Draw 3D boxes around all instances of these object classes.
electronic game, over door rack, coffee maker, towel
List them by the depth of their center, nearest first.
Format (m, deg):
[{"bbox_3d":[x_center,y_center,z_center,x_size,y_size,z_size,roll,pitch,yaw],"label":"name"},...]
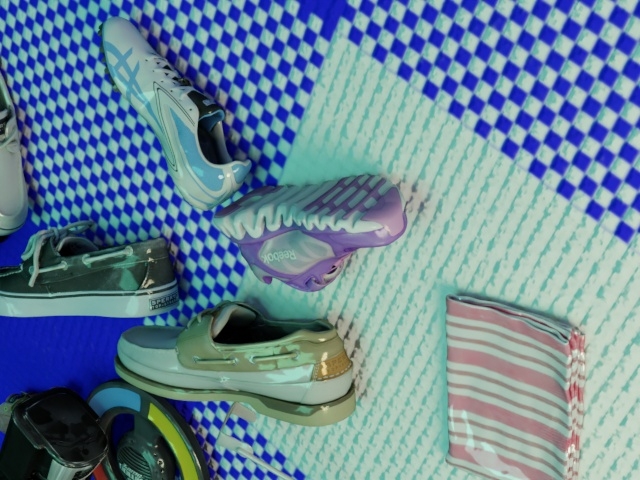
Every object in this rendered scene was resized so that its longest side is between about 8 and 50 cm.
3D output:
[{"bbox_3d":[0.178,0.155,1.149,0.144,0.029,0.197,16,118,37],"label":"towel"},{"bbox_3d":[-0.030,0.375,1.357,0.324,0.108,0.239,36,128,16],"label":"over door rack"},{"bbox_3d":[-0.224,0.283,1.546,0.229,0.048,0.229,18,120,34],"label":"electronic game"},{"bbox_3d":[-0.368,0.279,1.550,0.171,0.120,0.178,28,122,2],"label":"coffee maker"}]

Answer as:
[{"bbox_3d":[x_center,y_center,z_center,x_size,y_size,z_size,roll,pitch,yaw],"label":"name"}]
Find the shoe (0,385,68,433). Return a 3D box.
[{"bbox_3d":[-0.399,0.235,1.666,0.081,0.063,0.178,46,135,12],"label":"shoe"}]

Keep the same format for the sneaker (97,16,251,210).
[{"bbox_3d":[-0.153,-0.145,1.280,0.086,0.085,0.237,-36,79,18],"label":"sneaker"}]

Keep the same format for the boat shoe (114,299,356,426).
[{"bbox_3d":[-0.098,0.117,1.326,0.302,0.113,0.103,6,112,28],"label":"boat shoe"}]

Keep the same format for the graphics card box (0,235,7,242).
[{"bbox_3d":[-0.616,-0.009,1.537,0.233,0.371,0.094,53,158,12],"label":"graphics card box"}]

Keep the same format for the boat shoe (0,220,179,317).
[{"bbox_3d":[-0.304,0.033,1.461,0.306,0.113,0.105,0,102,38],"label":"boat shoe"}]

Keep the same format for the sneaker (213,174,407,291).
[{"bbox_3d":[0.000,0.000,1.200,0.236,0.095,0.104,-2,114,47],"label":"sneaker"}]

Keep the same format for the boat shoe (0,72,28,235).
[{"bbox_3d":[-0.414,-0.139,1.498,0.088,0.096,0.267,-12,93,48],"label":"boat shoe"}]
